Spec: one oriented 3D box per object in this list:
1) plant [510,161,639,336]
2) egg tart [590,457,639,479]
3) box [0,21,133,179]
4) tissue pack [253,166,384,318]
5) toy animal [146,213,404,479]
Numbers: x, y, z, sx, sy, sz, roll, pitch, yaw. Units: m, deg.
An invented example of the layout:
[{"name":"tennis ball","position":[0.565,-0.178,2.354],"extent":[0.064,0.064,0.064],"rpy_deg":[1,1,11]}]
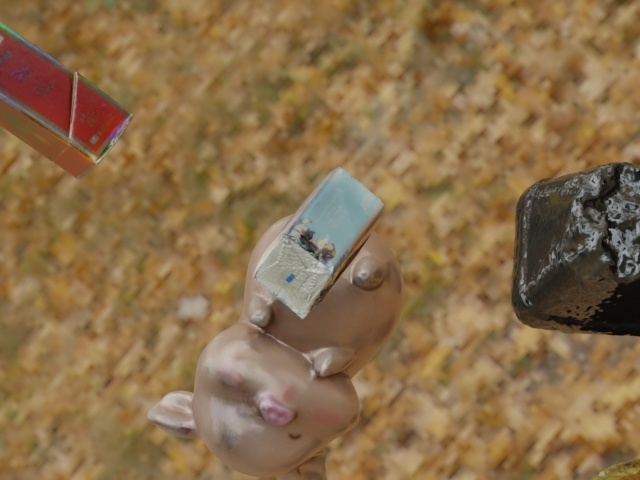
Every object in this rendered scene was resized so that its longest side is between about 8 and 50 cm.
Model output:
[{"name":"plant","position":[0.257,0.012,1.695],"extent":[0.256,0.164,0.141],"rpy_deg":[87,-174,-79]},{"name":"egg tart","position":[0.400,0.366,1.942],"extent":[0.341,0.341,0.129],"rpy_deg":[-99,30,-64]},{"name":"box","position":[-0.223,-0.115,1.333],"extent":[0.048,0.175,0.112],"rpy_deg":[-57,10,-12]},{"name":"tissue pack","position":[0.000,0.000,1.446],"extent":[0.094,0.059,0.074],"rpy_deg":[-52,-1,-40]},{"name":"toy animal","position":[-0.025,0.091,1.616],"extent":[0.250,0.166,0.154],"rpy_deg":[-62,-9,13]}]
